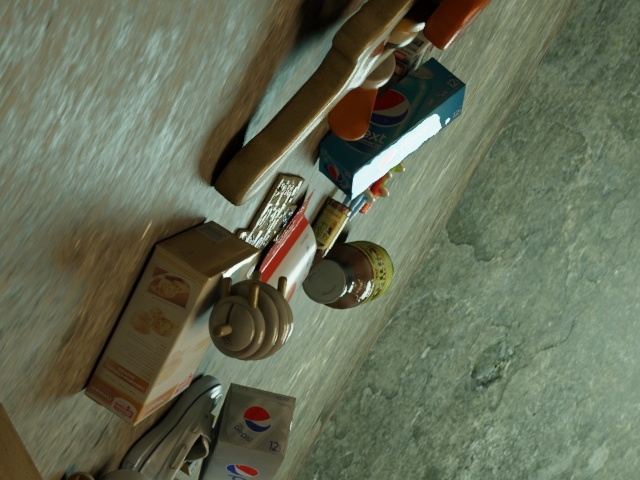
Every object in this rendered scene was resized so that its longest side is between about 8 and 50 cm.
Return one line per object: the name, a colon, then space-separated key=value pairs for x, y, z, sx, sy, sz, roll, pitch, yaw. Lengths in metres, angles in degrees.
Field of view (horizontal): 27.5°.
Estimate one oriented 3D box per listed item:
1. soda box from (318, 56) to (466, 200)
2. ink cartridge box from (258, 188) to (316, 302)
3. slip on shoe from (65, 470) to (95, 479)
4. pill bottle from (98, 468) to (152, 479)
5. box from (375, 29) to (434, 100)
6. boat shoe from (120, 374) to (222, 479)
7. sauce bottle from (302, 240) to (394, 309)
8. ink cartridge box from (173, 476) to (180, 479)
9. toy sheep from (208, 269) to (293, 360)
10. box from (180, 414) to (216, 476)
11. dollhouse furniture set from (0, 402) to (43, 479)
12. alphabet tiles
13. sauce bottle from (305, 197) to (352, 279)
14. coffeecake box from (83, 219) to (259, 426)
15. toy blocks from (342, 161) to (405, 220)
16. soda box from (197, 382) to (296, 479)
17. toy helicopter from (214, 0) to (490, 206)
soda box: x=0.096 y=-0.150 z=1.733 sx=0.210 sy=0.067 sz=0.071 roll=-39 pitch=158 yaw=-20
ink cartridge box: x=-0.044 y=0.034 z=1.800 sx=0.145 sy=0.045 sz=0.179 roll=-55 pitch=174 yaw=-39
slip on shoe: x=-0.295 y=0.321 z=1.464 sx=0.135 sy=0.051 sz=0.041 roll=-63 pitch=180 yaw=-10
pill bottle: x=-0.248 y=0.361 z=1.543 sx=0.187 sy=0.112 sz=0.112 roll=-80 pitch=-166 yaw=-60
box: x=0.098 y=-0.200 z=1.834 sx=0.114 sy=0.036 sz=0.207 roll=-48 pitch=166 yaw=-45
boat shoe: x=-0.182 y=0.269 z=1.763 sx=0.226 sy=0.076 sz=0.083 roll=-46 pitch=165 yaw=-50
sauce bottle: x=0.042 y=0.059 z=2.126 sx=0.111 sy=0.111 sz=0.344 roll=-60 pitch=171 yaw=9
ink cartridge box: x=-0.223 y=0.442 z=1.812 sx=0.168 sy=0.171 sz=0.233 roll=-54 pitch=169 yaw=-24
toy sheep: x=-0.072 y=0.079 z=1.323 sx=0.132 sy=0.091 sz=0.091 roll=-8 pitch=130 yaw=-58
box: x=-0.190 y=0.313 z=2.004 sx=0.081 sy=0.028 sz=0.136 roll=-55 pitch=168 yaw=-19
dollhouse furniture set: x=-0.332 y=0.238 z=1.088 sx=0.151 sy=0.123 sz=0.144 roll=-24 pitch=-174 yaw=26
alphabet tiles: x=-0.094 y=0.020 z=1.648 sx=0.237 sy=0.009 sz=0.198 roll=-60 pitch=170 yaw=7
sauce bottle: x=0.000 y=0.000 z=1.942 sx=0.128 sy=0.042 sz=0.042 roll=-61 pitch=170 yaw=3
coffeecake box: x=-0.154 y=0.084 z=1.367 sx=0.185 sy=0.068 sz=0.142 roll=-62 pitch=170 yaw=18
toy blocks: x=0.075 y=-0.082 z=2.024 sx=0.148 sy=0.054 sz=0.123 roll=-55 pitch=169 yaw=-18
soda box: x=-0.111 y=0.303 z=1.870 sx=0.286 sy=0.098 sz=0.091 roll=113 pitch=-10 yaw=-60
toy helicopter: x=0.018 y=-0.175 z=1.375 sx=0.355 sy=0.140 sz=0.235 roll=-47 pitch=179 yaw=-2
